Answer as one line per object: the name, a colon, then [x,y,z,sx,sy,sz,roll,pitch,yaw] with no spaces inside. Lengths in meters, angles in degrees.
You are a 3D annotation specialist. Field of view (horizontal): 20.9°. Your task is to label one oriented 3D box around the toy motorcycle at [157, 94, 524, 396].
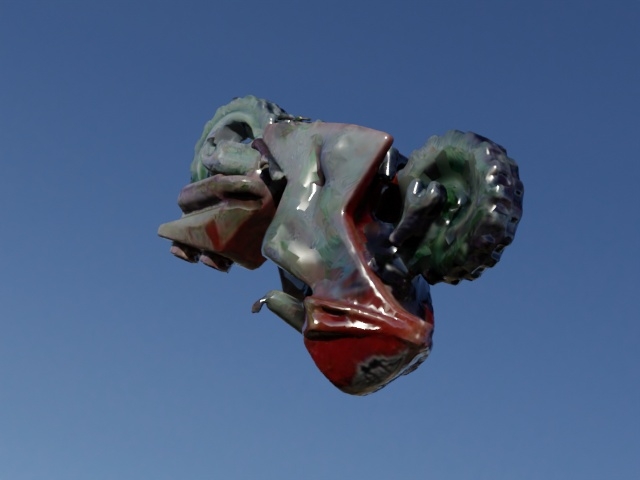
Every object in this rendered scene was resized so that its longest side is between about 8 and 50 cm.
toy motorcycle: [0.001,0.000,0.786,0.082,0.122,0.213,32,-11,-39]
